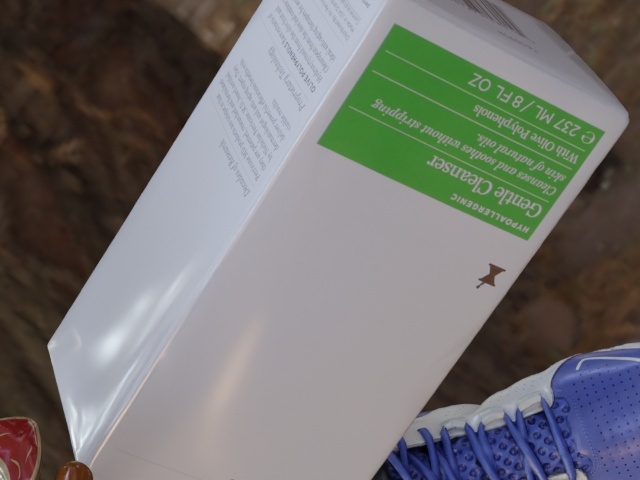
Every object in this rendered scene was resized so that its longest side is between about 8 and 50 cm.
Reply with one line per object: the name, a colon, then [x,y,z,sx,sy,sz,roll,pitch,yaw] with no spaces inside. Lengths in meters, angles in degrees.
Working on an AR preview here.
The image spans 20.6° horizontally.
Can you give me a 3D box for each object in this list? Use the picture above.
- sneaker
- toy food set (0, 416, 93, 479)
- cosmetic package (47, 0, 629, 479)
sneaker: [0.099,0.178,1.285,0.315,0.127,0.182,-20,-6,26]
toy food set: [-0.104,0.112,0.647,0.078,0.019,0.122,-20,54,-22]
cosmetic package: [0.000,0.000,1.132,0.365,0.197,0.155,-58,30,19]
